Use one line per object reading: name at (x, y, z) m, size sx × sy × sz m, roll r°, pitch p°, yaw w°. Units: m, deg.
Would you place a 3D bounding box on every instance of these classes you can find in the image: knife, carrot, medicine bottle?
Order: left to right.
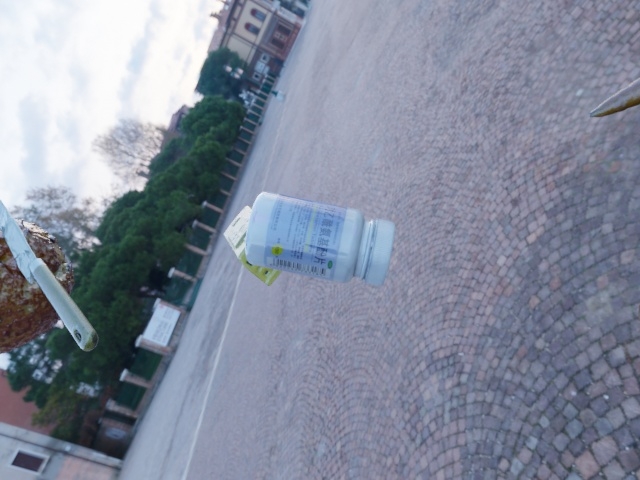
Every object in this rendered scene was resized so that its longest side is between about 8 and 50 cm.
knife at (-0.345, 0.030, 0.563) m, size 0.017 × 0.298 × 0.047 m, roll -16°, pitch -40°, yaw -50°
medicine bottle at (0.000, 0.000, 0.635) m, size 0.103 × 0.186 × 0.103 m, roll 12°, pitch -90°, yaw -87°
carrot at (0.388, -0.182, 0.482) m, size 0.216 × 0.048 × 0.048 m, roll -24°, pitch 34°, yaw 25°

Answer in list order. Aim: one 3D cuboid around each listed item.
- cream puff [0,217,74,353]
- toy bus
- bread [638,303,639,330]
cream puff at (-0.516, 0.060, 0.760) m, size 0.164 × 0.240 × 0.240 m, roll -37°, pitch 24°, yaw 21°
toy bus at (-0.145, -0.001, 1.087) m, size 0.121 × 0.123 × 0.335 m, roll -52°, pitch 22°, yaw -2°
bread at (0.508, 0.043, 0.482) m, size 0.359 × 0.336 × 0.204 m, roll -61°, pitch -16°, yaw -17°
